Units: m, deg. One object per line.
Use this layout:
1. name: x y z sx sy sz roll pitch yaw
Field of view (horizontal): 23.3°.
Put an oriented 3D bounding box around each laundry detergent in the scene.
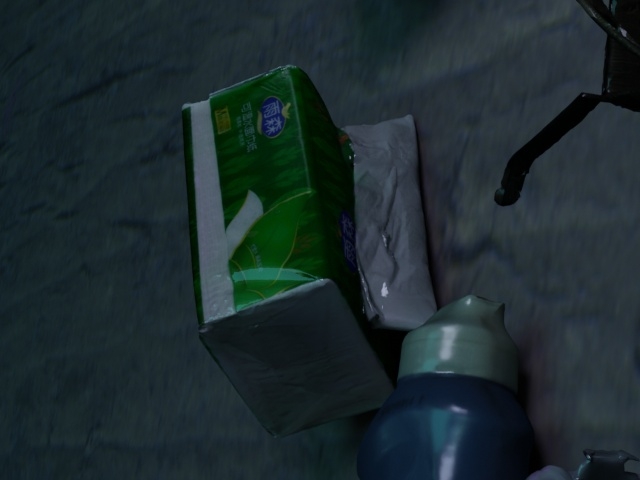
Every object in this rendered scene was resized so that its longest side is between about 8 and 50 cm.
1. laundry detergent: 0.068 0.177 0.880 0.143 0.094 0.289 144 138 -63

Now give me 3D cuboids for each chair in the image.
1. chair: 0.174 -0.090 0.713 0.213 0.174 0.149 163 115 -74

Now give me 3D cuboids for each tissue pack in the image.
1. tissue pack: 0.000 -0.002 1.071 0.156 0.148 0.209 -19 47 13

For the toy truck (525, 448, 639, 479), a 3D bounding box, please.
1. toy truck: 0.143 0.198 0.616 0.124 0.155 0.268 -66 25 18
